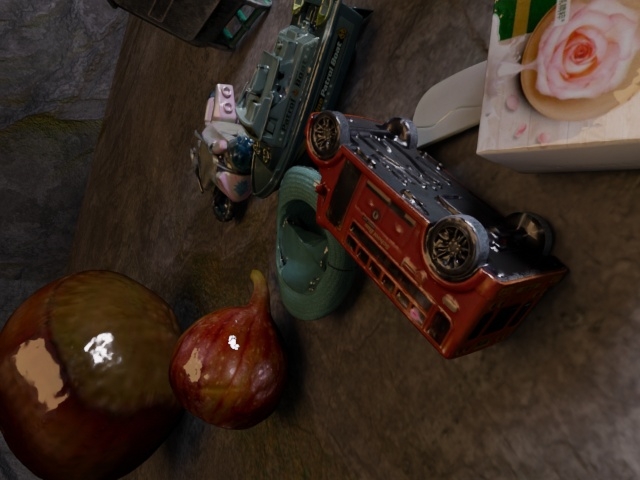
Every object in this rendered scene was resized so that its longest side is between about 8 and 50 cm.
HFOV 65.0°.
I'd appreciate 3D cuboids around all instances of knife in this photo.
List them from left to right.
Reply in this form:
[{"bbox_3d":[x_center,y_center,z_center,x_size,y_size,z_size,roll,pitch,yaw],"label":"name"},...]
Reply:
[{"bbox_3d":[0.117,-0.122,0.523,0.336,0.043,0.081,-21,61,47],"label":"knife"}]

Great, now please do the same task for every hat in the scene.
[{"bbox_3d":[0.000,0.000,0.619,0.138,0.078,0.190,29,120,42],"label":"hat"}]

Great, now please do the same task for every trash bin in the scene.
[{"bbox_3d":[-0.234,-0.606,0.977,0.259,0.295,0.381,-18,57,55],"label":"trash bin"}]

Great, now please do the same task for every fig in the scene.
[{"bbox_3d":[-0.113,0.147,0.701,0.175,0.175,0.207,21,80,57],"label":"fig"}]

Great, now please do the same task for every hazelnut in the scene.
[{"bbox_3d":[-0.458,0.268,0.992,0.421,0.353,0.420,-2,79,12],"label":"hazelnut"}]

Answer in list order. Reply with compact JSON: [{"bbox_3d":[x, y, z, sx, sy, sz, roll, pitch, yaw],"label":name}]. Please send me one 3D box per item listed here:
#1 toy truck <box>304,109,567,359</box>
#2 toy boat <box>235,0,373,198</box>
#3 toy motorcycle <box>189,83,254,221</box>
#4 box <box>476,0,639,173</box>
[{"bbox_3d":[0.077,-0.022,0.450,0.252,0.108,0.114,48,130,37],"label":"toy truck"},{"bbox_3d":[-0.043,-0.190,0.690,0.114,0.122,0.296,50,124,49],"label":"toy boat"},{"bbox_3d":[-0.150,-0.164,0.874,0.204,0.108,0.239,-13,97,60],"label":"toy motorcycle"},{"bbox_3d":[0.195,-0.149,0.345,0.135,0.081,0.199,4,89,50],"label":"box"}]
